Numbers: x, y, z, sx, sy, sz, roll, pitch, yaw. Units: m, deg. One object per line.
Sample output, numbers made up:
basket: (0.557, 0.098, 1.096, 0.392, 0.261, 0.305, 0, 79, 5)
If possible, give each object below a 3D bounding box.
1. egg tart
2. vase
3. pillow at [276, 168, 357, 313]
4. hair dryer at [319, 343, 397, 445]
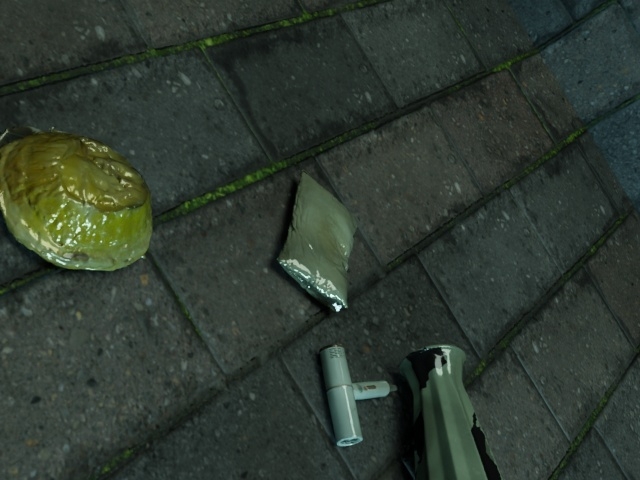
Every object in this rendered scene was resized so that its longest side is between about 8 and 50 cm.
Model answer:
egg tart: (-0.314, -0.066, 1.448, 0.252, 0.098, 0.232, 33, 38, -26)
vase: (0.211, 0.346, 1.727, 0.165, 0.165, 0.360, 25, 43, -38)
pillow: (0.000, 0.000, 1.818, 0.148, 0.050, 0.230, 44, 34, -27)
hair dryer: (0.077, 0.252, 1.728, 0.183, 0.044, 0.155, 20, 51, -45)
